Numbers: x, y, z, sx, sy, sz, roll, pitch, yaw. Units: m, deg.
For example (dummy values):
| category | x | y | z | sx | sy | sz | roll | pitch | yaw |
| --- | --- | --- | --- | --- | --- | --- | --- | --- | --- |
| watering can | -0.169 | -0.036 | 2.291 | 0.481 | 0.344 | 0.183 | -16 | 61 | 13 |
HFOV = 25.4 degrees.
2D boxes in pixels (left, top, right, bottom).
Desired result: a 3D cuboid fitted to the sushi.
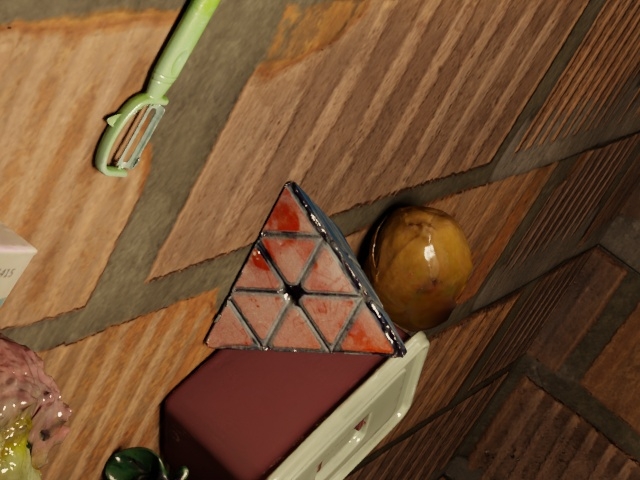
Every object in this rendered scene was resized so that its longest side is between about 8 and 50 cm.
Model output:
| category | x | y | z | sx | sy | sz | roll | pitch | yaw |
| --- | --- | --- | --- | --- | --- | --- | --- | --- | --- |
| sushi | -0.288 | 0.182 | 1.059 | 0.241 | 0.107 | 0.161 | -50 | 158 | -5 |

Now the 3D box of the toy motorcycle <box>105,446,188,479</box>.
| category | x | y | z | sx | sy | sz | roll | pitch | yaw |
| --- | --- | --- | --- | --- | --- | --- | --- | --- | --- |
| toy motorcycle | -0.212 | 0.293 | 1.386 | 0.125 | 0.187 | 0.275 | -17 | 162 | 29 |

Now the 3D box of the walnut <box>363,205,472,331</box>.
| category | x | y | z | sx | sy | sz | roll | pitch | yaw |
| --- | --- | --- | --- | --- | --- | --- | --- | --- | --- |
| walnut | 0.117 | 0.035 | 1.714 | 0.137 | 0.137 | 0.245 | -47 | 162 | -16 |

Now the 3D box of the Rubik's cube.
| category | x | y | z | sx | sy | sz | roll | pitch | yaw |
| --- | --- | --- | --- | --- | --- | --- | --- | --- | --- |
| Rubik's cube | 0.000 | 0.000 | 1.481 | 0.178 | 0.211 | 0.190 | -64 | 156 | -61 |

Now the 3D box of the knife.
| category | x | y | z | sx | sy | sz | roll | pitch | yaw |
| --- | --- | --- | --- | --- | --- | --- | --- | --- | --- |
| knife | -0.111 | -0.134 | 1.027 | 0.054 | 0.015 | 0.212 | 1 | 126 | -58 |

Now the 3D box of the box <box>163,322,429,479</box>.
| category | x | y | z | sx | sy | sz | roll | pitch | yaw |
| --- | --- | --- | --- | --- | --- | --- | --- | --- | --- |
| box | -0.033 | 0.182 | 1.564 | 0.294 | 0.167 | 0.193 | -42 | 161 | -28 |

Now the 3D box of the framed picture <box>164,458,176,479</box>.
| category | x | y | z | sx | sy | sz | roll | pitch | yaw |
| --- | --- | --- | --- | --- | --- | --- | --- | --- | --- |
| framed picture | -0.158 | 0.254 | 1.654 | 0.066 | 0.007 | 0.089 | -40 | 158 | -31 |

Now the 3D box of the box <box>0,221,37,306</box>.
| category | x | y | z | sx | sy | sz | roll | pitch | yaw |
| --- | --- | --- | --- | --- | --- | --- | --- | --- | --- |
| box | -0.323 | 0.065 | 0.806 | 0.200 | 0.065 | 0.343 | -55 | 162 | 12 |
